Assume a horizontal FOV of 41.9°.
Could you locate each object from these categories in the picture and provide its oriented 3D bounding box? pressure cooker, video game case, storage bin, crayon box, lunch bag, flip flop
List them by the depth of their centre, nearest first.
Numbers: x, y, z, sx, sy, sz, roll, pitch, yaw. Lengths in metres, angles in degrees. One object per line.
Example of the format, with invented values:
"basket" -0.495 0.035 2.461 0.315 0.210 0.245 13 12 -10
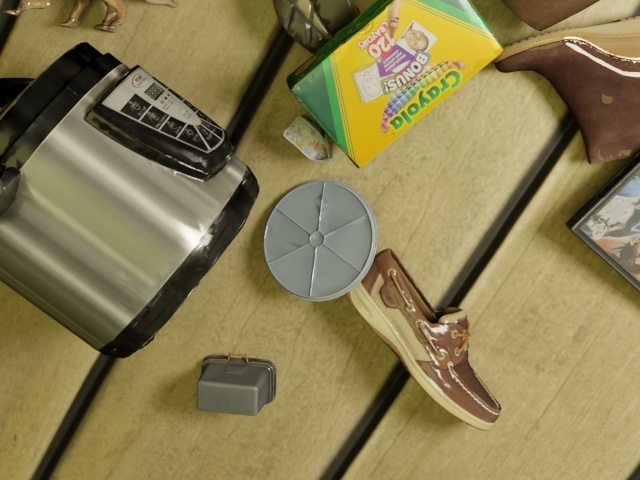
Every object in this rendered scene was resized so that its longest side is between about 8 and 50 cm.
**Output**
"pressure cooker" -0.349 -0.076 1.224 0.420 0.370 0.375 39 66 -12
"crayon box" 0.107 -0.261 1.240 0.278 0.081 0.165 -39 112 9
"video game case" 0.559 -0.026 1.273 0.275 0.035 0.248 39 106 -15
"flip flop" 0.034 -0.324 1.294 0.277 0.080 0.112 39 107 -18
"lunch bag" -0.012 -0.160 1.336 0.083 0.071 0.053 44 101 -1
"storage bin" -0.150 0.250 1.443 0.135 0.091 0.098 4 104 7

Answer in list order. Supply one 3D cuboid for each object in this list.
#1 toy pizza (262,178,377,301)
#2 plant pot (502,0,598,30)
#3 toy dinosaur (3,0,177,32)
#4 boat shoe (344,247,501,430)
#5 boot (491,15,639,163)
"toy pizza" 0.000 0.000 1.367 0.201 0.032 0.201 -4 80 22
"plant pot" 0.356 -0.416 1.170 0.215 0.215 0.230 43 120 -3
"toy dinosaur" -0.375 -0.437 1.304 0.296 0.127 0.200 7 97 1
"boat shoe" 0.190 0.157 1.359 0.123 0.123 0.342 -42 88 16
"boot" 0.392 -0.215 1.253 0.249 0.090 0.206 -9 100 7
